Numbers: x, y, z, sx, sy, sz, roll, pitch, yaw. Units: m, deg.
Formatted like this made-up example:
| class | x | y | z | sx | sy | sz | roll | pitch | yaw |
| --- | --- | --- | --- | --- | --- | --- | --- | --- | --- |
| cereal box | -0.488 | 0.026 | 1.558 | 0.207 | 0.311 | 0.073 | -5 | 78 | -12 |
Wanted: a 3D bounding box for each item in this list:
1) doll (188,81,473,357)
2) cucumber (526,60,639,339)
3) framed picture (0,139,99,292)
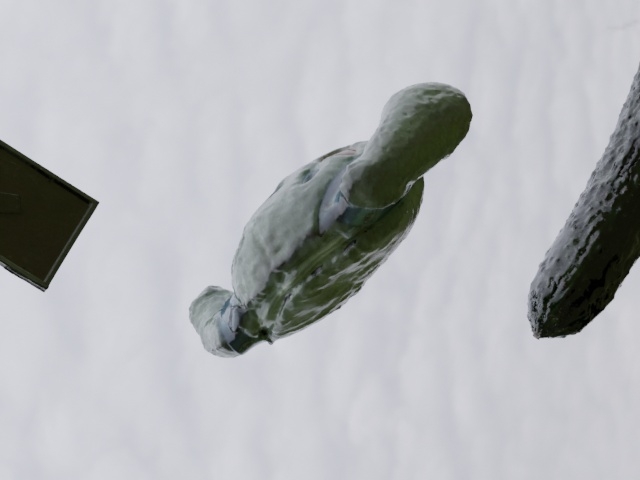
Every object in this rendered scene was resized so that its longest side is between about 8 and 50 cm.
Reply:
| class | x | y | z | sx | sy | sz | roll | pitch | yaw |
| --- | --- | --- | --- | --- | --- | --- | --- | --- | --- |
| doll | 0.000 | 0.000 | 0.614 | 0.071 | 0.214 | 0.103 | 44 | -149 | -8 |
| cucumber | 0.220 | -0.024 | 0.863 | 0.245 | 0.067 | 0.067 | -60 | -41 | -16 |
| framed picture | -0.276 | -0.035 | 1.003 | 0.149 | 0.011 | 0.109 | 34 | -132 | -12 |
